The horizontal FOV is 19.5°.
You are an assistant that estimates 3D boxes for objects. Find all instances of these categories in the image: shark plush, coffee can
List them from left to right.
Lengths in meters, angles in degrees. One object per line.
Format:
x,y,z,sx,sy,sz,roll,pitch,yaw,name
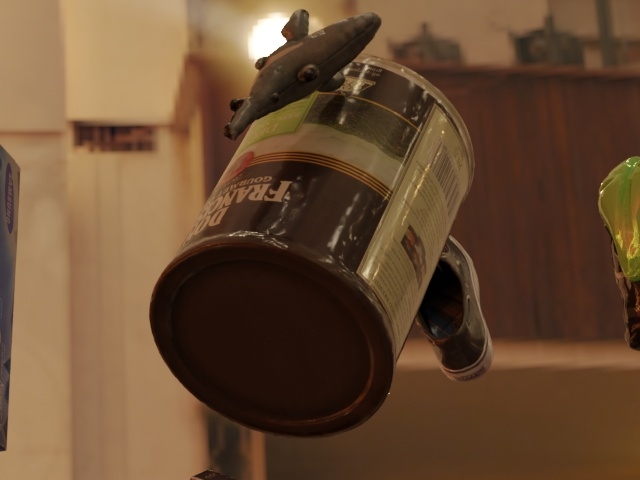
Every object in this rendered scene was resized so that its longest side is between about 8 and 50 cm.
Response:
-0.023,-0.138,1.485,0.161,0.073,0.067,-28,15,-34,shark plush
0.000,0.000,1.556,0.201,0.275,0.201,11,-50,13,coffee can

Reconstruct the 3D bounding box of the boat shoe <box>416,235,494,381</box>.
0.120,0.049,1.946,0.080,0.228,0.076,-24,-50,11,boat shoe

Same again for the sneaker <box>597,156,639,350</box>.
0.403,0.089,1.455,0.483,0.202,0.185,22,-29,-24,sneaker

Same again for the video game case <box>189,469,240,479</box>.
0.011,0.287,1.333,0.026,0.196,0.274,-17,20,-42,video game case

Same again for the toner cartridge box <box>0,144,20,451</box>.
-0.424,0.067,2.043,0.165,0.348,0.075,-8,-27,13,toner cartridge box
